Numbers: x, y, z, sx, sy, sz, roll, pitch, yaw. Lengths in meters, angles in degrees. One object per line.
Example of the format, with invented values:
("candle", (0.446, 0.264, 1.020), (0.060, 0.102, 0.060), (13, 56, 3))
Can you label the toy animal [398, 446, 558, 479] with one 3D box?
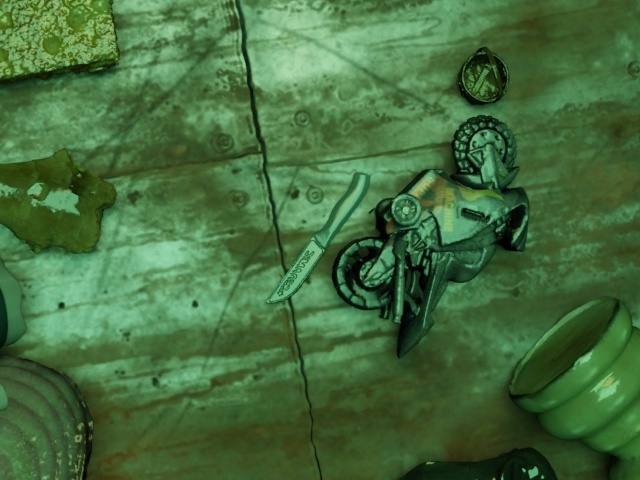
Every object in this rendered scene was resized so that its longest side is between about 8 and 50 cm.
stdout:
("toy animal", (0.201, 0.334, 1.444), (0.245, 0.114, 0.146), (-5, 87, -7))

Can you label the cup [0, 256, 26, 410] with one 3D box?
("cup", (-0.443, 0.091, 1.362), (0.173, 0.168, 0.300), (-16, 51, -38))

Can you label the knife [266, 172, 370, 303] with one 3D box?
("knife", (0.000, 0.000, 1.498), (0.028, 0.015, 0.210), (36, 84, -9))

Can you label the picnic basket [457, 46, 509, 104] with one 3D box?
("picnic basket", (0.212, -0.210, 1.501), (0.072, 0.083, 0.072), (0, 86, -7))

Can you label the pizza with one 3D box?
("pizza", (-0.327, -0.279, 1.463), (0.197, 0.058, 0.292), (32, 85, -4))

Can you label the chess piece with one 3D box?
("chess piece", (0.403, 0.246, 1.455), (0.182, 0.182, 0.330), (-44, 96, -7))

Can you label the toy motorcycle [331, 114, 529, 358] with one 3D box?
("toy motorcycle", (0.157, -0.007, 1.472), (0.173, 0.108, 0.307), (44, 85, -7))

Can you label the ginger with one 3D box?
("ginger", (-0.393, -0.039, 1.411), (0.294, 0.086, 0.131), (-7, 92, -16))

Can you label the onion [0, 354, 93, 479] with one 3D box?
("onion", (-0.390, 0.267, 1.398), (0.250, 0.111, 0.248), (5, 61, 5))
